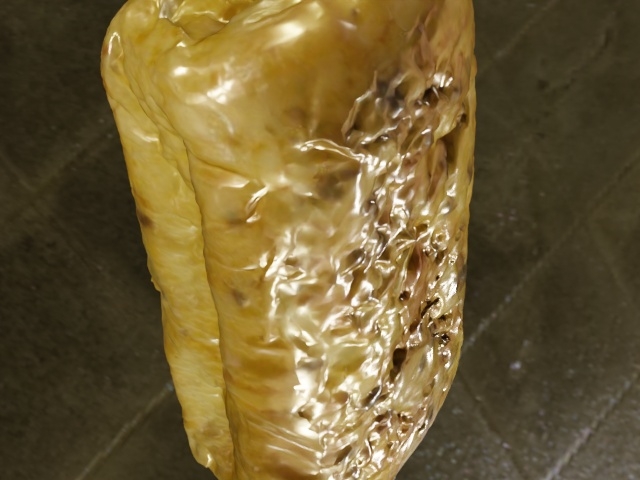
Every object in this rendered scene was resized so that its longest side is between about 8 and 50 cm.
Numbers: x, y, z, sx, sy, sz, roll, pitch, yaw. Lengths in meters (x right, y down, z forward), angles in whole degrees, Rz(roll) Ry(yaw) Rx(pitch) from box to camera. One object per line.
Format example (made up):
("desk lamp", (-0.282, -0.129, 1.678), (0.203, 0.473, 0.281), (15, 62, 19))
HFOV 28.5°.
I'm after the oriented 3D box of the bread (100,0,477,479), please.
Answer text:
("bread", (0.000, 0.000, 0.400), (0.114, 0.083, 0.211), (-44, 147, -32))
